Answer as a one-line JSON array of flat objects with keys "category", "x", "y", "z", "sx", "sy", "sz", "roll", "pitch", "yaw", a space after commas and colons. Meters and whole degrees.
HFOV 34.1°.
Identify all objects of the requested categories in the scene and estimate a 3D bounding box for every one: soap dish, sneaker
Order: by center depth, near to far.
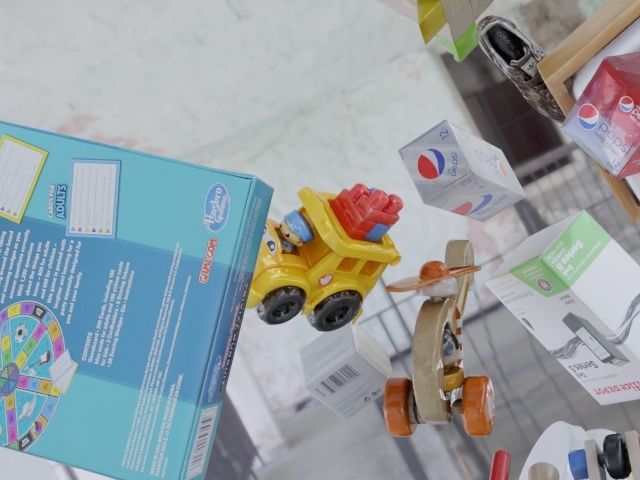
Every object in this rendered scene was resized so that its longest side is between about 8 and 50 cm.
[{"category": "soap dish", "x": 0.399, "y": -0.197, "z": 1.170, "sx": 0.291, "sy": 0.229, "sz": 0.118, "roll": -41, "pitch": 31, "yaw": 0}, {"category": "sneaker", "x": 0.264, "y": -0.206, "z": 1.293, "sx": 0.066, "sy": 0.188, "sz": 0.071, "roll": -51, "pitch": -7, "yaw": 19}]

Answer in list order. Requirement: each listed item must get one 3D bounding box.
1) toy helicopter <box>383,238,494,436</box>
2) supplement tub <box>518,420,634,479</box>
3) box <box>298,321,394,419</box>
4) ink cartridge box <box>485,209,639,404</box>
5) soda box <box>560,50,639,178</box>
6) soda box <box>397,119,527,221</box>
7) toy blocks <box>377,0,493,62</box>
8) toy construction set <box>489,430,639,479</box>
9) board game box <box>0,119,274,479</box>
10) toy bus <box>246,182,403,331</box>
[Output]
[{"category": "toy helicopter", "x": 0.174, "y": 0.099, "z": 1.483, "sx": 0.140, "sy": 0.235, "sz": 0.355, "roll": -4, "pitch": 32, "yaw": 19}, {"category": "supplement tub", "x": 0.490, "y": 0.438, "z": 1.662, "sx": 0.228, "sy": 0.316, "sz": 0.228, "roll": -156, "pitch": 90, "yaw": -87}, {"category": "box", "x": 0.039, "y": 0.190, "z": 1.550, "sx": 0.101, "sy": 0.102, "sz": 0.087, "roll": -37, "pitch": 31, "yaw": 17}, {"category": "ink cartridge box", "x": 0.410, "y": 0.107, "z": 1.558, "sx": 0.115, "sy": 0.273, "sz": 0.198, "roll": -44, "pitch": 1, "yaw": -20}, {"category": "soda box", "x": 0.369, "y": -0.141, "z": 1.043, "sx": 0.263, "sy": 0.083, "sz": 0.092, "roll": -17, "pitch": -33, "yaw": -36}, {"category": "soda box", "x": 0.228, "y": -0.102, "z": 1.637, "sx": 0.091, "sy": 0.098, "sz": 0.286, "roll": -31, "pitch": -17, "yaw": 21}, {"category": "toy blocks", "x": 0.096, "y": -0.453, "z": 1.476, "sx": 0.191, "sy": 0.261, "sz": 0.381, "roll": -47, "pitch": -32, "yaw": -10}, {"category": "toy construction set", "x": 0.345, "y": 0.384, "z": 1.255, "sx": 0.309, "sy": 0.257, "sz": 0.237, "roll": 10, "pitch": 36, "yaw": 12}, {"category": "board game box", "x": -0.232, "y": 0.038, "z": 0.853, "sx": 0.336, "sy": 0.253, "sz": 0.079, "roll": 13, "pitch": -2, "yaw": 10}, {"category": "toy bus", "x": 0.000, "y": 0.000, "z": 1.366, "sx": 0.220, "sy": 0.149, "sz": 0.211, "roll": 10, "pitch": -48, "yaw": -43}]
